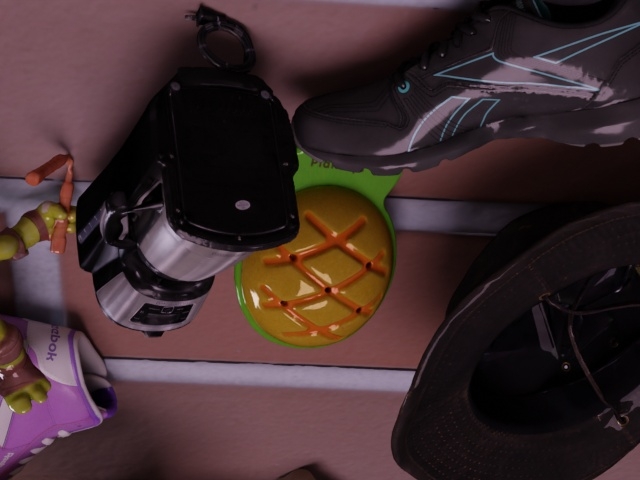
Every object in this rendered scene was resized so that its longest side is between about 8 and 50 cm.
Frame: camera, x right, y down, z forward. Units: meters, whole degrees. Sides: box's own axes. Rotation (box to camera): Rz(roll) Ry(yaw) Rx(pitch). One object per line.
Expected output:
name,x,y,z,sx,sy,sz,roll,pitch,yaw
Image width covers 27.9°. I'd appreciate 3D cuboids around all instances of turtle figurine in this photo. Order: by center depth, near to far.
turtle figurine,-0.277,0.062,0.951,0.087,0.269,0.217,23,136,21

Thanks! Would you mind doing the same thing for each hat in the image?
hat,0.185,0.059,1.026,0.331,0.134,0.331,-15,136,-15

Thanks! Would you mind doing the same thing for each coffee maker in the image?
coffee maker,-0.094,-0.038,0.918,0.120,0.171,0.178,25,149,-18

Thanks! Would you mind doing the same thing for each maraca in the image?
maraca,0.000,0.000,0.989,0.127,0.099,0.185,4,113,-18

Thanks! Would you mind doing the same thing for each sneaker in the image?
sneaker,0.108,-0.115,0.883,0.267,0.101,0.106,-9,115,9
sneaker,-0.270,0.178,1.170,0.161,0.102,0.282,5,137,-12

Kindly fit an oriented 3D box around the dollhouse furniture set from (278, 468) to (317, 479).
dollhouse furniture set,-0.016,0.324,1.369,0.161,0.101,0.182,-6,145,42
